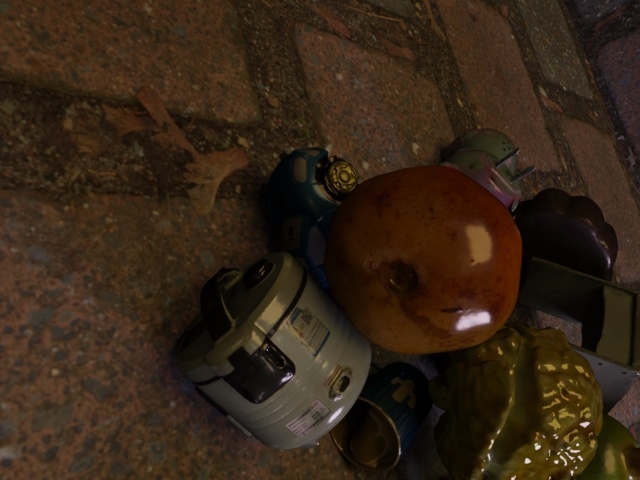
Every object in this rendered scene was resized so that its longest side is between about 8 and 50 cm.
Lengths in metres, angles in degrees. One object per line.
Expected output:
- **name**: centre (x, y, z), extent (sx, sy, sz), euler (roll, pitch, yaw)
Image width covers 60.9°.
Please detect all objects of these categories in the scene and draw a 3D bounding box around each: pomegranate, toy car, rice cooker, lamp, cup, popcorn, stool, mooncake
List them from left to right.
- **rice cooker**: centre (-0.069, 0.145, 0.742), extent (0.244, 0.226, 0.226), euler (50, 45, -18)
- **toy car**: centre (0.000, 0.000, 0.901), extent (0.166, 0.198, 0.314), euler (-33, 97, -29)
- **cup**: centre (0.095, 0.270, 0.915), extent (0.176, 0.131, 0.155), euler (46, 36, 18)
- **pomegranate**: centre (0.132, 0.027, 0.722), extent (0.264, 0.264, 0.265), euler (20, 59, -36)
- **lamp**: centre (0.398, -0.152, 1.296), extent (0.247, 0.247, 0.301), euler (46, 42, -12)
- **popcorn**: centre (0.298, 0.272, 0.864), extent (0.282, 0.282, 0.247), euler (37, 16, -25)
- **mooncake**: centre (0.595, 0.017, 1.379), extent (0.306, 0.306, 0.154), euler (54, 45, -10)
- **stool**: centre (0.576, 0.211, 1.254), extent (0.269, 0.170, 0.244), euler (21, 45, 17)
- **pomegranate**: centre (0.623, 0.482, 1.171), extent (0.235, 0.301, 0.236), euler (11, 68, -30)

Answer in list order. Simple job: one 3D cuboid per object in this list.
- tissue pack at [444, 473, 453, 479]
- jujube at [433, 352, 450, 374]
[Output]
- **tissue pack**: centre (0.333, 0.498, 0.946), extent (0.090, 0.222, 0.186), euler (-36, 97, -48)
- **jujube**: centre (0.332, 0.271, 1.088), extent (0.250, 0.174, 0.174), euler (56, 44, -10)
